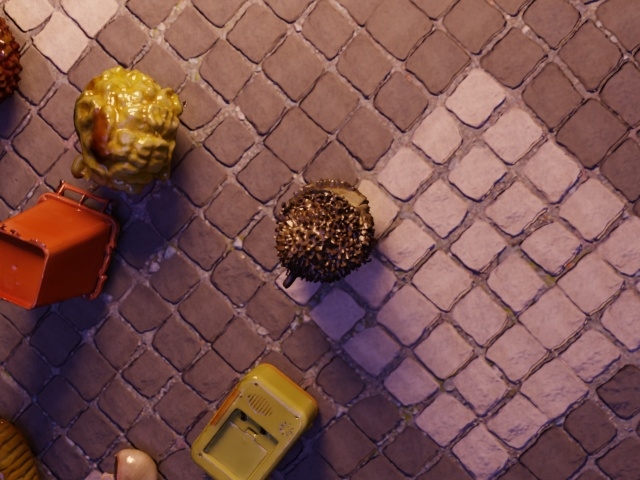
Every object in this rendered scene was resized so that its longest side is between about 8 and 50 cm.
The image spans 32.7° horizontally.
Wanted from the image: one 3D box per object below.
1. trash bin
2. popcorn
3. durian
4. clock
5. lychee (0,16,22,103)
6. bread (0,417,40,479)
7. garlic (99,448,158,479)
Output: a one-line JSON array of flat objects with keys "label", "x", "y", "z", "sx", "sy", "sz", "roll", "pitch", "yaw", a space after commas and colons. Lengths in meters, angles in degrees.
[{"label": "trash bin", "x": -0.452, "y": 0.011, "z": 1.814, "sx": 0.161, "sy": 0.239, "sz": 0.184, "roll": 21, "pitch": 103, "yaw": 10}, {"label": "popcorn", "x": -0.318, "y": -0.177, "z": 1.787, "sx": 0.170, "sy": 0.218, "sz": 0.189, "roll": -7, "pitch": 123, "yaw": -28}, {"label": "durian", "x": 0.000, "y": 0.000, "z": 1.720, "sx": 0.167, "sy": 0.196, "sz": 0.196, "roll": 39, "pitch": 107, "yaw": 3}, {"label": "clock", "x": -0.113, "y": 0.324, "z": 1.857, "sx": 0.143, "sy": 0.096, "sz": 0.202, "roll": 40, "pitch": 106, "yaw": 8}, {"label": "lychee", "x": -0.624, "y": -0.319, "z": 1.810, "sx": 0.272, "sy": 0.271, "sz": 0.271, "roll": 3, "pitch": 101, "yaw": 14}, {"label": "bread", "x": -0.634, "y": 0.451, "z": 1.991, "sx": 0.228, "sy": 0.142, "sz": 0.253, "roll": -19, "pitch": 94, "yaw": 16}, {"label": "garlic", "x": -0.338, "y": 0.459, "z": 1.944, "sx": 0.124, "sy": 0.099, "sz": 0.174, "roll": -2, "pitch": 99, "yaw": 0}]
